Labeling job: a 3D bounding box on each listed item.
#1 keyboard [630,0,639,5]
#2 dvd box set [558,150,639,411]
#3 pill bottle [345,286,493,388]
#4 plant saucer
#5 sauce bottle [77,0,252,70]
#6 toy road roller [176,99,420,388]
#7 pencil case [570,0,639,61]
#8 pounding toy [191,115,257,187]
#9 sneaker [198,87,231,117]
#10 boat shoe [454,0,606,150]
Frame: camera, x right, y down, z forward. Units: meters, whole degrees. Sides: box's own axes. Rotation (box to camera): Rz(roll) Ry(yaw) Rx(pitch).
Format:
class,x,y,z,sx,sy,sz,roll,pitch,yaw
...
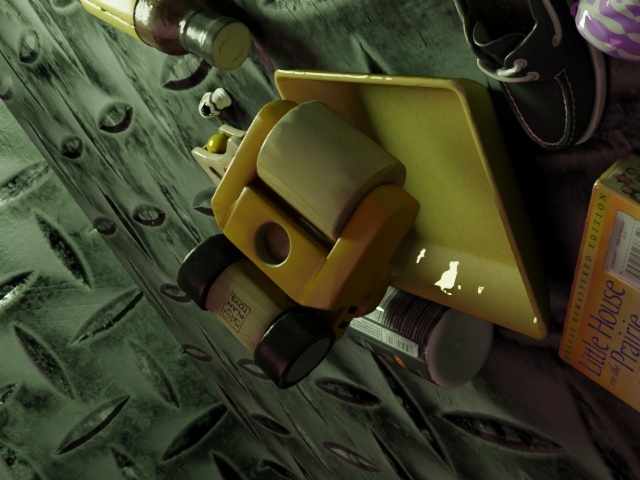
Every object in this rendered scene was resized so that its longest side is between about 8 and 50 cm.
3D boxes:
class,x,y,z,sx,sy,sz,roll,pitch,yaw
keyboard,0.325,-0.119,0.537,0.256,0.014,0.072,29,159,1
dvd box set,0.424,0.131,0.771,0.420,0.062,0.307,35,153,31
pill bottle,0.119,0.111,1.214,0.246,0.130,0.130,21,143,50
plant saucer,0.122,-0.069,1.003,0.333,0.081,0.332,18,140,51
sauce bottle,-0.233,-0.333,1.220,0.344,0.111,0.111,35,152,34
toy road roller,0.000,0.000,1.042,0.202,0.241,0.329,41,118,23
pencil case,0.234,-0.216,0.566,0.088,0.086,0.206,27,150,17
pounding toy,-0.124,-0.102,1.305,0.269,0.155,0.154,23,149,48
sneaker,-0.185,-0.221,1.385,0.040,0.044,0.109,53,159,-10
boat shoe,0.163,-0.193,0.722,0.114,0.091,0.302,16,141,50
